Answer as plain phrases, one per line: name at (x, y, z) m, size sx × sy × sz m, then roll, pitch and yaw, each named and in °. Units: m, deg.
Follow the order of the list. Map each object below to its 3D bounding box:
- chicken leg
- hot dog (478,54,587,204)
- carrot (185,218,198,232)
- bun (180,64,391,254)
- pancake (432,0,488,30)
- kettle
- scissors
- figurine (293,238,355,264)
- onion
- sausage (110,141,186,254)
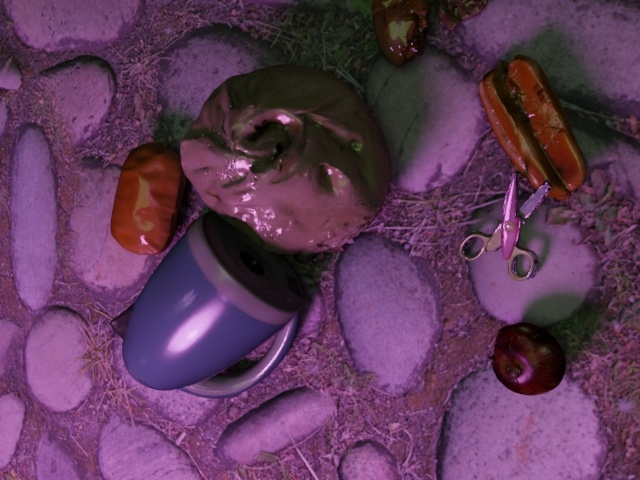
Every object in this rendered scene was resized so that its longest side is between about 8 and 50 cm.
chicken leg at (0.139, -0.424, 0.860) m, size 0.103 × 0.088 × 0.227 m, roll -9°, pitch 83°, yaw 29°
hot dog at (0.347, -0.182, 0.797) m, size 0.109 × 0.072 × 0.269 m, roll -25°, pitch 82°, yaw 20°
carrot at (-0.280, 0.078, 1.032) m, size 0.066 × 0.062 × 0.271 m, roll 17°, pitch 99°, yaw 13°
bun at (-0.051, -0.149, 0.840) m, size 0.362 × 0.234 × 0.326 m, roll 27°, pitch 80°, yaw 6°
pancake at (0.283, -0.447, 0.836) m, size 0.184 × 0.020 × 0.190 m, roll 27°, pitch 101°, yaw 16°
kettle at (-0.204, 0.168, 0.928) m, size 0.319 × 0.247 × 0.342 m, roll 39°, pitch 106°, yaw -21°
scissors at (0.316, -0.024, 0.805) m, size 0.134 × 0.020 × 0.187 m, roll 21°, pitch 124°, yaw 16°
figurine at (0.000, 0.000, 0.935) m, size 0.129 × 0.054 × 0.072 m, roll -23°, pitch 73°, yaw 17°
onion at (0.339, 0.195, 0.792) m, size 0.119 × 0.118 × 0.117 m, roll 5°, pitch 116°, yaw 19°
sausage at (-0.358, -0.089, 1.022) m, size 0.136 × 0.120 × 0.241 m, roll 11°, pitch 95°, yaw 4°
